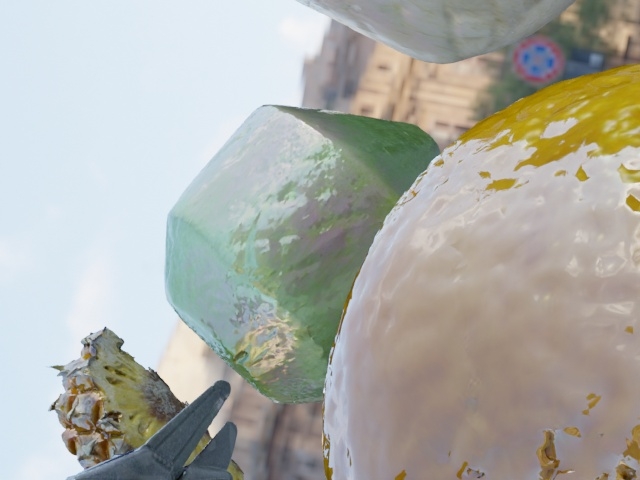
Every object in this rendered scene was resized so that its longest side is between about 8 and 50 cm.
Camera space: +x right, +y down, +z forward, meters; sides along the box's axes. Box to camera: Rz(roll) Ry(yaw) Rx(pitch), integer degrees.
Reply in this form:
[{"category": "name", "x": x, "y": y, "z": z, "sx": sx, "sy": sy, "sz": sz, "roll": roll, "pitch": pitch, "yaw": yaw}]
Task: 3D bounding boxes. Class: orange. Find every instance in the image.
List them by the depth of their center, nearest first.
[{"category": "orange", "x": 0.168, "y": 0.076, "z": 0.730, "sx": 0.341, "sy": 0.340, "sz": 0.293, "roll": 88, "pitch": -169, "yaw": -53}]

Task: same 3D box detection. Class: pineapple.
[{"category": "pineapple", "x": -0.184, "y": 0.202, "z": 1.598, "sx": 0.079, "sy": 0.233, "sz": 0.135, "roll": -43, "pitch": 0, "yaw": 29}]

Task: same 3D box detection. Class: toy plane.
[{"category": "toy plane", "x": -0.168, "y": 0.211, "z": 1.278, "sx": 0.267, "sy": 0.088, "sz": 0.212, "roll": 7, "pitch": -98, "yaw": -39}]

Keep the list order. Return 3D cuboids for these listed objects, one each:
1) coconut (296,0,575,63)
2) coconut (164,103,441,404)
[{"category": "coconut", "x": 0.101, "y": -0.386, "z": 1.603, "sx": 0.344, "sy": 0.415, "sz": 0.416, "roll": 20, "pitch": 102, "yaw": 62}, {"category": "coconut", "x": 0.000, "y": 0.000, "z": 1.224, "sx": 0.204, "sy": 0.235, "sz": 0.236, "roll": 76, "pitch": -154, "yaw": -74}]
